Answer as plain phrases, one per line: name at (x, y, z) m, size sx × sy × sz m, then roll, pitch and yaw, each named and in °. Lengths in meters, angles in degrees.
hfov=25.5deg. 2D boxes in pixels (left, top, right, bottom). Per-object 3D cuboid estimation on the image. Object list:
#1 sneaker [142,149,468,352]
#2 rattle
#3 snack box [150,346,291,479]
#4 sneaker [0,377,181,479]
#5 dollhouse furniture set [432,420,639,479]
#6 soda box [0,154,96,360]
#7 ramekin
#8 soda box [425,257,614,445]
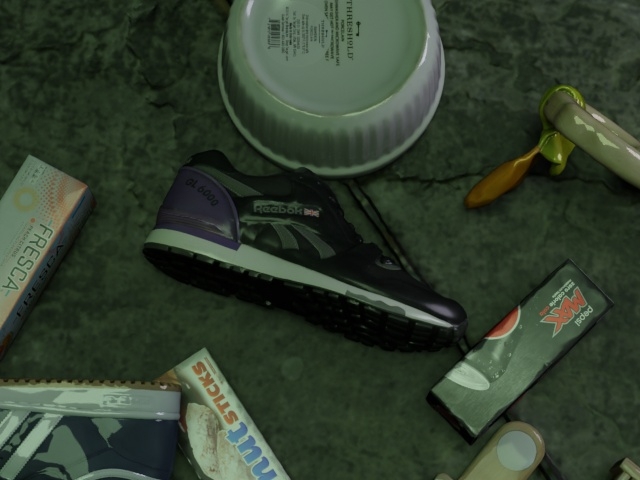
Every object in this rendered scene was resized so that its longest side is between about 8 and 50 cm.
sneaker at (0.000, 0.000, 1.205) m, size 0.283 × 0.107 × 0.124 m, roll 19°, pitch 71°, yaw 4°
rattle at (0.253, -0.034, 1.232) m, size 0.199 × 0.130 × 0.143 m, roll 33°, pitch 89°, yaw -19°
snack box at (-0.076, 0.182, 1.197) m, size 0.064 × 0.022 × 0.178 m, roll -33°, pitch 78°, yaw -7°
sneaker at (-0.255, 0.188, 1.143) m, size 0.282 × 0.099 × 0.153 m, roll 1°, pitch 84°, yaw -6°
dollhouse furniture set at (0.229, 0.233, 1.016) m, size 0.303 × 0.355 × 0.174 m, roll 39°, pitch 78°, yaw 9°
soda box at (-0.267, 0.021, 1.219) m, size 0.063 × 0.058 × 0.183 m, roll 28°, pitch 77°, yaw 6°
ramekin at (0.010, -0.166, 1.240) m, size 0.207 × 0.109 × 0.207 m, roll 0°, pitch 77°, yaw 0°
soda box at (0.169, 0.094, 1.205) m, size 0.169 × 0.053 × 0.060 m, roll -42°, pitch 80°, yaw -10°
